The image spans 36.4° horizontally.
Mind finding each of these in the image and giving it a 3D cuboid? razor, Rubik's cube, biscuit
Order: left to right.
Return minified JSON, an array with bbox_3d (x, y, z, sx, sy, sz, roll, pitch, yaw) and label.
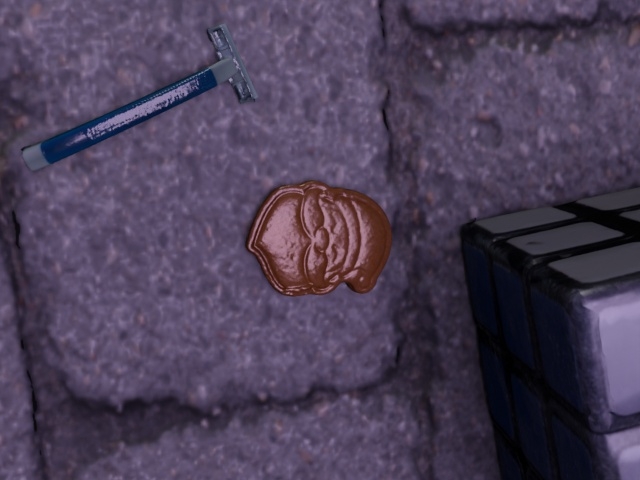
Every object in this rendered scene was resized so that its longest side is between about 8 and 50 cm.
[{"bbox_3d":[-0.144,-0.103,0.768,0.191,0.037,0.068,-27,106,-13],"label":"razor"},{"bbox_3d":[0.000,0.000,0.841,0.131,0.019,0.102,6,95,-18],"label":"biscuit"},{"bbox_3d":[0.311,0.120,0.788,0.304,0.301,0.305,-14,101,-4],"label":"Rubik's cube"}]
